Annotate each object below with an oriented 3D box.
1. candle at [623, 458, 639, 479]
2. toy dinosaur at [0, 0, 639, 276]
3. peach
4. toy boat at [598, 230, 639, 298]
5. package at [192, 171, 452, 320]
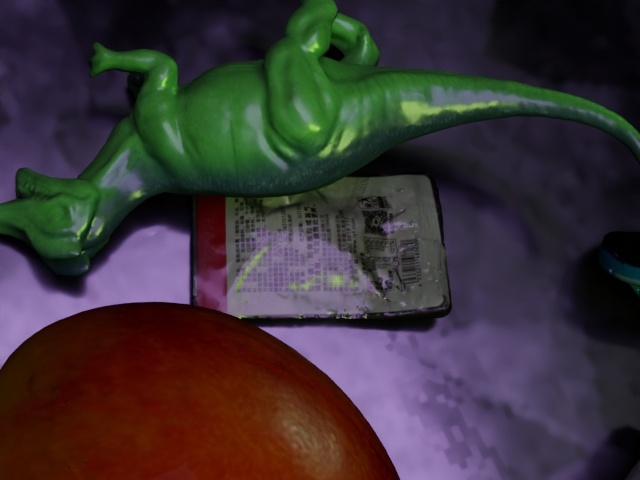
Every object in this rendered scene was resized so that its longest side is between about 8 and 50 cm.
[{"bbox_3d":[0.366,0.231,1.199,0.187,0.187,0.330,42,69,4],"label":"candle"},{"bbox_3d":[-0.002,-0.060,1.204,0.500,0.144,0.374,26,68,18],"label":"toy dinosaur"},{"bbox_3d":[-0.109,0.238,1.014,0.388,0.388,0.388,3,72,-10],"label":"peach"},{"bbox_3d":[0.408,0.058,1.304,0.298,0.134,0.092,7,106,-4],"label":"toy boat"},{"bbox_3d":[0.000,0.000,1.277,0.239,0.030,0.154,1,66,-10],"label":"package"}]
